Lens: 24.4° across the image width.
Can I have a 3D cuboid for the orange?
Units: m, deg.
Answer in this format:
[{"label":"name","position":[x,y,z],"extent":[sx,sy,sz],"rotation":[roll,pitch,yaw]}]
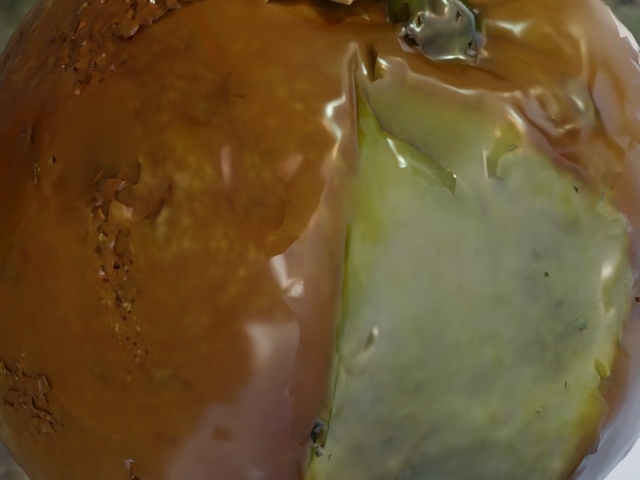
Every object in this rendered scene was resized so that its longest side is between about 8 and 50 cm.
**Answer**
[{"label":"orange","position":[0.000,0.000,0.477],"extent":[0.240,0.240,0.240],"rotation":[-53,173,-10]}]
